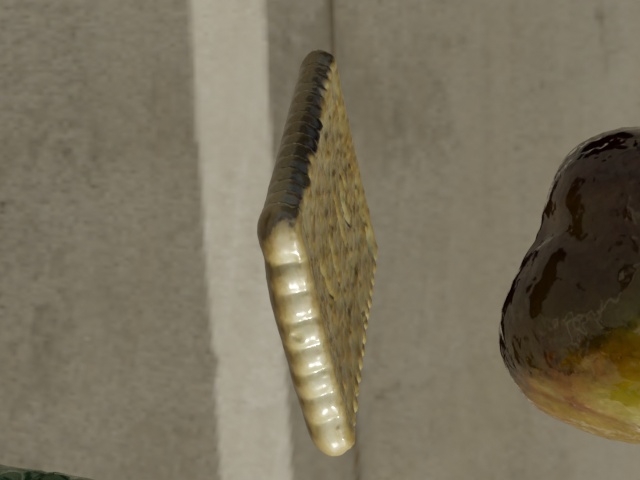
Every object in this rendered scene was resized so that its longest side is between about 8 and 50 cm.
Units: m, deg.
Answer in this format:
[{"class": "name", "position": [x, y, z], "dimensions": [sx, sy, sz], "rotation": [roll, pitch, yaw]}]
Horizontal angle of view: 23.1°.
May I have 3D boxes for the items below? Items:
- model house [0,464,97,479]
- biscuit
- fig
[{"class": "model house", "position": [-0.135, 0.216, 0.521], "dimensions": [0.280, 0.312, 0.245], "rotation": [4, 95, -72]}, {"class": "biscuit", "position": [0.000, 0.000, 1.246], "dimensions": [0.325, 0.044, 0.217], "rotation": [-79, 160, -60]}, {"class": "fig", "position": [0.215, 0.052, 0.816], "dimensions": [0.145, 0.274, 0.170], "rotation": [27, 94, -54]}]
